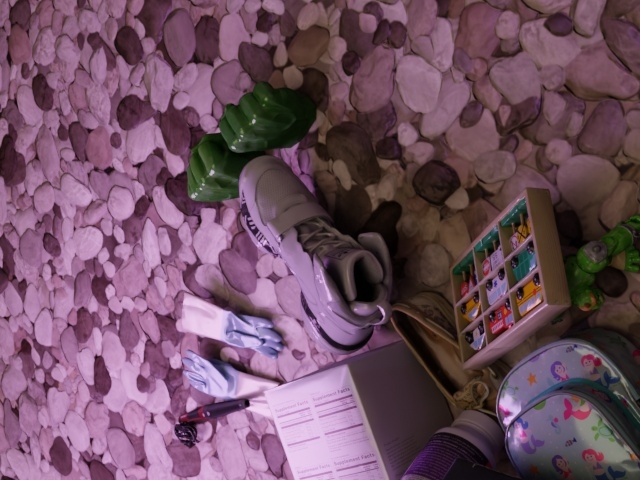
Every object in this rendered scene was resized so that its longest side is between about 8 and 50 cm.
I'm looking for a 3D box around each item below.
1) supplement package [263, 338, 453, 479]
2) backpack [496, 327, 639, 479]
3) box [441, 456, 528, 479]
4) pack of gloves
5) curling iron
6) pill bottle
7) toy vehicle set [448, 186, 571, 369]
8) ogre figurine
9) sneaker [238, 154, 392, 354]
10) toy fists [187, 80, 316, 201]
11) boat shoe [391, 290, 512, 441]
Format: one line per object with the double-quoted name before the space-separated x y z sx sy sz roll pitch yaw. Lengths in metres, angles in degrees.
"supplement package" 0.079 0.318 1.521 0.198 0.199 0.262 -25 83 40
"backpack" 0.363 0.254 1.290 0.225 0.191 0.253 -42 66 38
"box" 0.294 0.464 1.202 0.294 0.182 0.296 8 137 47
"pack of gloves" -0.164 0.215 1.821 0.232 0.046 0.195 17 110 26
"curling iron" -0.210 0.347 1.862 0.274 0.035 0.068 -34 83 46
"pill bottle" 0.187 0.339 1.373 0.108 0.193 0.108 26 141 24
"toy vehicle set" 0.254 0.061 1.322 0.267 0.035 0.166 122 147 -60
"ogre figurine" 0.353 0.049 1.294 0.197 0.118 0.096 -31 78 40
"sneaker" 0.000 0.000 1.527 0.365 0.137 0.210 62 156 7
"toy fists" -0.136 -0.167 1.648 0.279 0.142 0.096 -44 70 36
"boat shoe" 0.212 0.203 1.460 0.285 0.089 0.104 48 124 22
